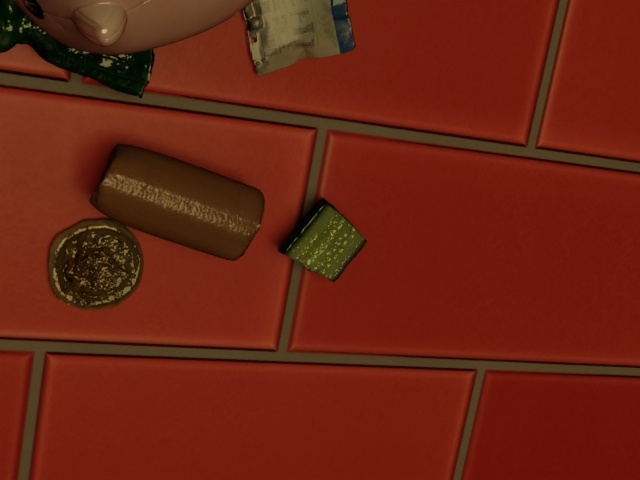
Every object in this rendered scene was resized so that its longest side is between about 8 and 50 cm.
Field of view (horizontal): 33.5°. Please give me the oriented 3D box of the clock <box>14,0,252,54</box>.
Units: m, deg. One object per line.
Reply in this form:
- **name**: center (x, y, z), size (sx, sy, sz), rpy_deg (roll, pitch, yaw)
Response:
- **clock**: center (-0.227, -0.393, 1.361), size (0.377, 0.368, 0.250), rpy_deg (-49, 150, -23)

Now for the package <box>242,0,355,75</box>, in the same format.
- **package**: center (-0.037, -0.355, 1.633), size (0.173, 0.027, 0.171), rpy_deg (-17, 108, -18)

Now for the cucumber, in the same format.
- **cucumber**: center (0.000, 0.000, 1.731), size (0.115, 0.062, 0.116), rpy_deg (-49, 124, -1)

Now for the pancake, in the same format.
- **pancake**: center (-0.342, 0.040, 1.620), size (0.151, 0.025, 0.152), rpy_deg (-7, 108, -22)

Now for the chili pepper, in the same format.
- **chili pepper**: center (-0.362, -0.295, 1.475), size (0.270, 0.099, 0.136), rpy_deg (10, 112, -28)

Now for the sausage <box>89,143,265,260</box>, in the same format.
- **sausage**: center (-0.220, -0.062, 1.588), size (0.252, 0.123, 0.123), rpy_deg (21, 96, -26)
